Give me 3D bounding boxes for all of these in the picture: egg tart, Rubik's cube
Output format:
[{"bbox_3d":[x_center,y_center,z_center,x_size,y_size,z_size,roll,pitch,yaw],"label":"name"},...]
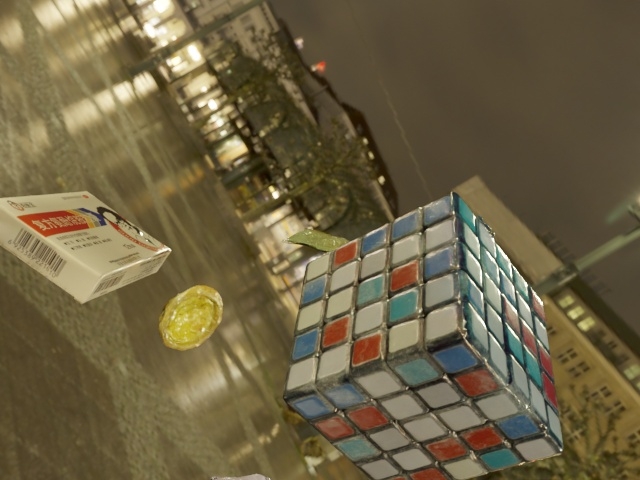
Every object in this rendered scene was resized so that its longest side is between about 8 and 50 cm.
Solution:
[{"bbox_3d":[-0.342,0.195,1.932,0.074,0.191,0.191,37,-18,47],"label":"egg tart"},{"bbox_3d":[0.152,0.158,1.087,0.292,0.293,0.287,50,31,-30],"label":"Rubik's cube"}]

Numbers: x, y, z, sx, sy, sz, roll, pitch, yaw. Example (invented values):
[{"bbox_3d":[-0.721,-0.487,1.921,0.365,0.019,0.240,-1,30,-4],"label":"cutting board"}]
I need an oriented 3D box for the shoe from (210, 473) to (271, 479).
[{"bbox_3d":[-0.194,0.435,1.194,0.137,0.245,0.095,-62,142,-59],"label":"shoe"}]

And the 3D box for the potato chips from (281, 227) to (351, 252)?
[{"bbox_3d":[0.000,0.000,1.965,0.142,0.209,0.026,39,-55,49],"label":"potato chips"}]

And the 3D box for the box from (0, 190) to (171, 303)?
[{"bbox_3d":[-0.417,0.000,1.311,0.214,0.069,0.353,35,7,2],"label":"box"}]
